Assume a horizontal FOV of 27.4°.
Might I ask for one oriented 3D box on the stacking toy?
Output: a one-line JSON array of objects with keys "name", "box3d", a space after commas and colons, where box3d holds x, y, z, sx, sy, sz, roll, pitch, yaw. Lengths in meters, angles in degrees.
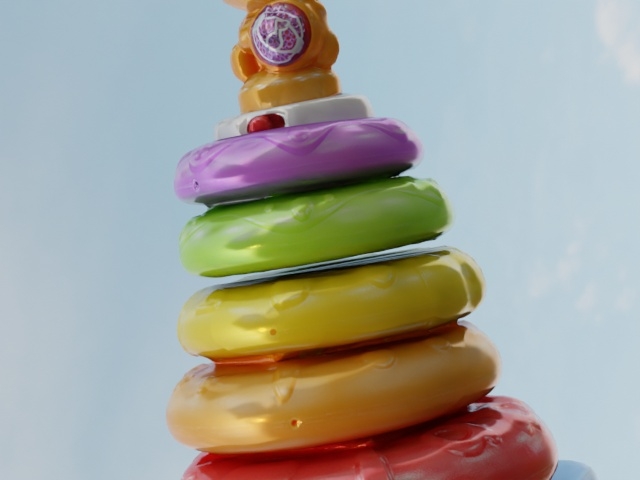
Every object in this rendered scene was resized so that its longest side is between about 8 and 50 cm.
[{"name": "stacking toy", "box3d": [0.000, 0.000, 0.548, 0.166, 0.175, 0.301, -13, -86, -65]}]
